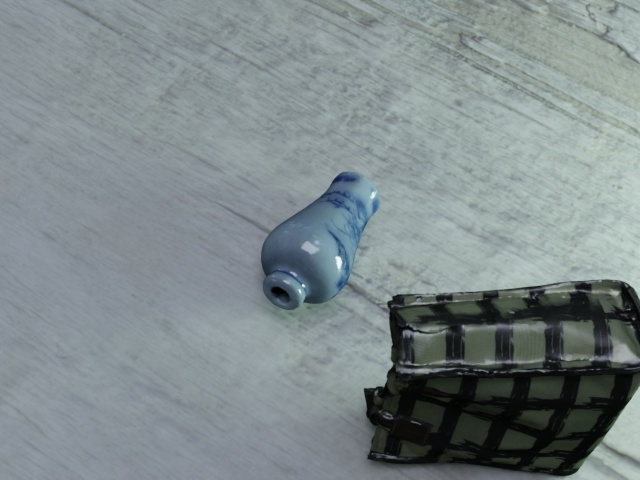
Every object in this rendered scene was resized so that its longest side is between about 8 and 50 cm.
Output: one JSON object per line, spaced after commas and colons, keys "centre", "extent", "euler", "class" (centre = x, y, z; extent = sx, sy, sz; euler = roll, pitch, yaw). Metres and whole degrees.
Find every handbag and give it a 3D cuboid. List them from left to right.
{"centre": [0.234, 0.193, 1.330], "extent": [0.327, 0.325, 0.162], "euler": [-1, 54, -7], "class": "handbag"}

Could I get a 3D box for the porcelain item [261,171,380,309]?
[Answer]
{"centre": [0.000, 0.000, 1.555], "extent": [0.141, 0.141, 0.259], "euler": [26, 51, 12], "class": "porcelain item"}
